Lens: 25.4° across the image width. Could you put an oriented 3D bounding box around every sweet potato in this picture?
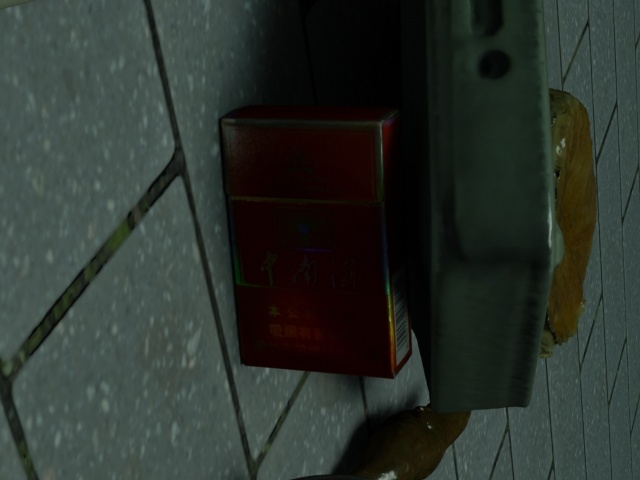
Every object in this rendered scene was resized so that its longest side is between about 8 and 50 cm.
[{"bbox_3d":[0.083,0.176,1.250,0.274,0.067,0.067,-22,114,-65],"label":"sweet potato"}]

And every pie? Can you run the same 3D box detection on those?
[{"bbox_3d":[0.279,-0.019,1.732,0.339,0.083,0.339,1,90,-72],"label":"pie"}]

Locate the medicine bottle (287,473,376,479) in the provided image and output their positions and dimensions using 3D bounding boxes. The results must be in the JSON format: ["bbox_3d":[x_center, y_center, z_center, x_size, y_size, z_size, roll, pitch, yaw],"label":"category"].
[{"bbox_3d":[0.015,0.329,0.960,0.151,0.151,0.322,-52,140,-58],"label":"medicine bottle"}]

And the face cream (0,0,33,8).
[{"bbox_3d":[-0.146,-0.174,0.548,0.348,0.081,0.173,-39,128,-64],"label":"face cream"}]

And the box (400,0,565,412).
[{"bbox_3d":[0.117,-0.097,1.090,0.396,0.111,0.396,78,11,-67],"label":"box"}]

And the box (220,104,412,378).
[{"bbox_3d":[0.000,0.000,0.929,0.048,0.112,0.175,-42,131,-61],"label":"box"}]
